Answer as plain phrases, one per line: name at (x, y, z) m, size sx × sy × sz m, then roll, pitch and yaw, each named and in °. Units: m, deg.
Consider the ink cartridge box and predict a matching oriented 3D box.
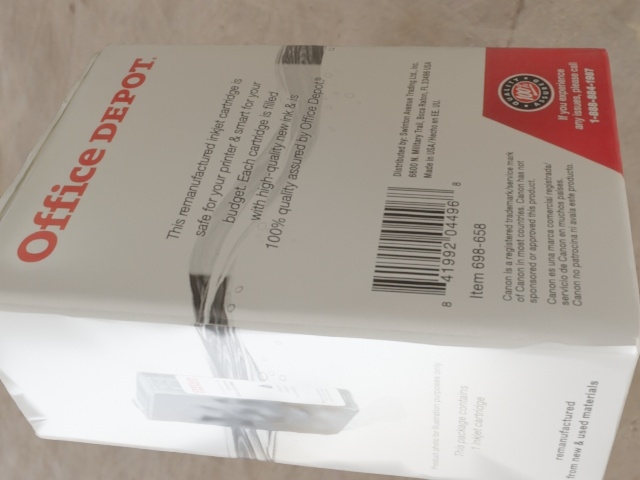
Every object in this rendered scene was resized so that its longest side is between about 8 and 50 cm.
ink cartridge box at (0.000, 0.000, 0.423) m, size 0.273 × 0.197 × 0.114 m, roll 4°, pitch 135°, yaw 10°
